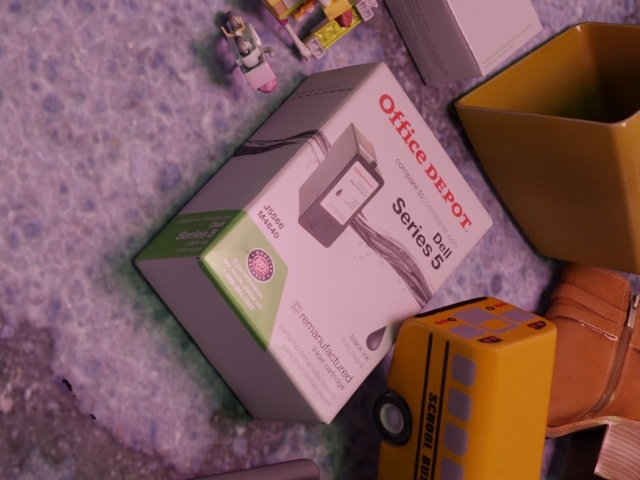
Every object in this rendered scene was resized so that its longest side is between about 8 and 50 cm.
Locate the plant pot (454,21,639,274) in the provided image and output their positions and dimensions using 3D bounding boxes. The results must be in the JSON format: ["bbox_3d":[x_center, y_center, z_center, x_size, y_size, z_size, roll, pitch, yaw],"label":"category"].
[{"bbox_3d":[0.294,-0.086,1.772,0.212,0.212,0.187,-33,119,-34],"label":"plant pot"}]

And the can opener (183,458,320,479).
[{"bbox_3d":[-0.110,0.250,1.533,0.280,0.074,0.093,-11,128,-35],"label":"can opener"}]

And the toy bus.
[{"bbox_3d":[0.124,0.220,1.607,0.108,0.130,0.332,-14,116,-42],"label":"toy bus"}]

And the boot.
[{"bbox_3d":[0.236,0.109,1.773,0.283,0.109,0.220,26,64,-21],"label":"boot"}]

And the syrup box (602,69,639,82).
[{"bbox_3d":[0.407,-0.110,1.915,0.096,0.093,0.237,-45,113,-29],"label":"syrup box"}]

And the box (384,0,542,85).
[{"bbox_3d":[0.140,-0.220,1.726,0.101,0.087,0.102,-39,109,-32],"label":"box"}]

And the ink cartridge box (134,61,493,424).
[{"bbox_3d":[0.000,0.000,1.590,0.273,0.115,0.198,-49,115,-28],"label":"ink cartridge box"}]

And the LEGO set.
[{"bbox_3d":[0.054,-0.224,1.592,0.107,0.287,0.132,55,17,-43],"label":"LEGO set"}]
